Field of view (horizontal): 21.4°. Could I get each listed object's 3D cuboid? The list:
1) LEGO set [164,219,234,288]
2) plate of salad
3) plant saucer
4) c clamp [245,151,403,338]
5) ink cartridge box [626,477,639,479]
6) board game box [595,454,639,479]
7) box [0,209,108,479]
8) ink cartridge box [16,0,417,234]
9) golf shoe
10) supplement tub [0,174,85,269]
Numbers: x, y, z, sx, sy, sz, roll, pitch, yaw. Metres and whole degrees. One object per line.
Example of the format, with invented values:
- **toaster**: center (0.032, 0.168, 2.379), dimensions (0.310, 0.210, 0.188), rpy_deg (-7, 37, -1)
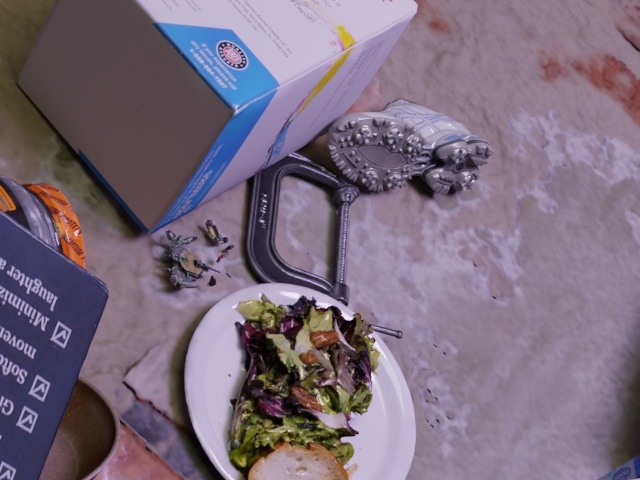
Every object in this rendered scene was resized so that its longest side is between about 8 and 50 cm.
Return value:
- **LEGO set**: center (-0.099, 0.016, 1.310), dimensions (0.083, 0.023, 0.054), rpy_deg (-15, 72, -54)
- **plate of salad**: center (-0.008, 0.118, 1.278), dimensions (0.199, 0.048, 0.200), rpy_deg (15, 55, -23)
- **plant saucer**: center (-0.227, 0.129, 1.077), dimensions (0.198, 0.036, 0.198), rpy_deg (6, 24, -3)
- **c clamp**: center (0.000, 0.000, 1.388), dimensions (0.137, 0.022, 0.161), rpy_deg (13, 56, -22)
- **ink cartridge box**: center (0.224, 0.335, 1.256), dimensions (0.185, 0.065, 0.311), rpy_deg (-5, 60, -15)
- **board game box**: center (0.274, 0.204, 1.390), dimensions (0.090, 0.090, 0.020), rpy_deg (13, 57, -27)
- **box**: center (-0.327, 0.129, 0.813), dimensions (0.293, 0.212, 0.395), rpy_deg (41, 58, -40)
- **ink cartridge box**: center (-0.078, -0.152, 1.324), dimensions (0.171, 0.168, 0.232), rpy_deg (48, 46, 10)
- **golf shoe**: center (0.063, -0.089, 1.465), dimensions (0.176, 0.069, 0.086), rpy_deg (10, 33, -42)
- **supplement tub**: center (-0.260, 0.019, 1.127), dimensions (0.190, 0.117, 0.117), rpy_deg (-10, 67, -39)
